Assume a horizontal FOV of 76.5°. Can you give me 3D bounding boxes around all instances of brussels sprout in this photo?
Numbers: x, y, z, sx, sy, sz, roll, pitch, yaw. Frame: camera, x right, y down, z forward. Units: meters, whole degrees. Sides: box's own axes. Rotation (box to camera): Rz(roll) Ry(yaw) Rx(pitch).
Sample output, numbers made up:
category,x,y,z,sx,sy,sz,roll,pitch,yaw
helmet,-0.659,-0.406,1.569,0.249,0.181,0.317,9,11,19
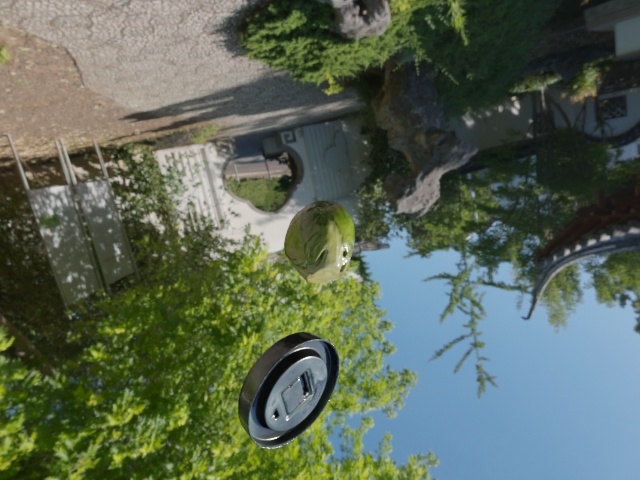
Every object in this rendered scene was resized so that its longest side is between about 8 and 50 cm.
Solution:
category,x,y,z,sx,sy,sz,roll,pitch,yaw
brussels sprout,-0.001,-0.003,0.873,0.162,0.143,0.180,-25,-126,-1

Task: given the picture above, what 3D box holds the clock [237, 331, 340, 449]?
category,x,y,z,sx,sy,sz,roll,pitch,yaw
clock,-0.053,0.269,0.741,0.215,0.214,0.042,-22,-148,-39
